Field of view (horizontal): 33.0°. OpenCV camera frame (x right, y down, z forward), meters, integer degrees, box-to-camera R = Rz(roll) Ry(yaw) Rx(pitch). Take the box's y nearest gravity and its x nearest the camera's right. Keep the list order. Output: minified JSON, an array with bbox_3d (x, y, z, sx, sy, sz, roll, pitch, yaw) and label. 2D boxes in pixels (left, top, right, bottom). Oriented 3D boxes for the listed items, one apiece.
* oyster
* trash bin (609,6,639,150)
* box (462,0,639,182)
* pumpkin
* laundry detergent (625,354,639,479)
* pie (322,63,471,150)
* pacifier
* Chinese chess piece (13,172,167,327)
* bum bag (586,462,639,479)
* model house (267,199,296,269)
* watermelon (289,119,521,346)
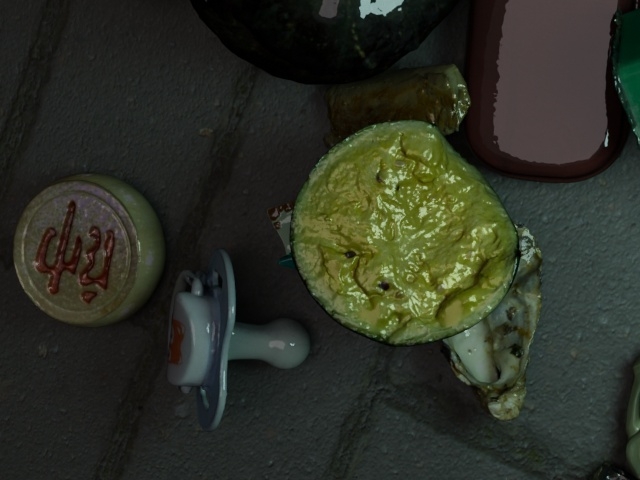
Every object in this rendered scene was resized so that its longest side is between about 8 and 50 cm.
[{"bbox_3d":[0.279,0.120,1.672,0.166,0.094,0.295,21,82,20],"label":"oyster"},{"bbox_3d":[0.590,-0.226,1.390,0.381,0.295,0.259,-14,123,29],"label":"trash bin"},{"bbox_3d":[0.344,-0.289,1.609,0.263,0.108,0.404,7,95,20],"label":"box"},{"bbox_3d":[0.008,-0.445,1.571,0.454,0.344,0.455,-3,109,-9],"label":"pumpkin"},{"bbox_3d":[0.545,0.235,1.583,0.181,0.091,0.254,9,96,23],"label":"laundry detergent"},{"bbox_3d":[0.109,-0.202,1.683,0.282,0.068,0.129,-4,92,42],"label":"pie"},{"bbox_3d":[-0.132,0.162,1.770,0.232,0.244,0.300,6,101,-13],"label":"pacifier"},{"bbox_3d":[-0.399,0.017,1.871,0.269,0.112,0.270,1,95,18],"label":"Chinese chess piece"},{"bbox_3d":[0.506,0.431,1.616,0.248,0.069,0.102,26,65,16],"label":"bum bag"},{"bbox_3d":[0.000,0.000,1.745,0.127,0.100,0.149,-17,89,19],"label":"model house"},{"bbox_3d":[0.127,0.003,1.606,0.330,0.189,0.331,-2,80,12],"label":"watermelon"}]
